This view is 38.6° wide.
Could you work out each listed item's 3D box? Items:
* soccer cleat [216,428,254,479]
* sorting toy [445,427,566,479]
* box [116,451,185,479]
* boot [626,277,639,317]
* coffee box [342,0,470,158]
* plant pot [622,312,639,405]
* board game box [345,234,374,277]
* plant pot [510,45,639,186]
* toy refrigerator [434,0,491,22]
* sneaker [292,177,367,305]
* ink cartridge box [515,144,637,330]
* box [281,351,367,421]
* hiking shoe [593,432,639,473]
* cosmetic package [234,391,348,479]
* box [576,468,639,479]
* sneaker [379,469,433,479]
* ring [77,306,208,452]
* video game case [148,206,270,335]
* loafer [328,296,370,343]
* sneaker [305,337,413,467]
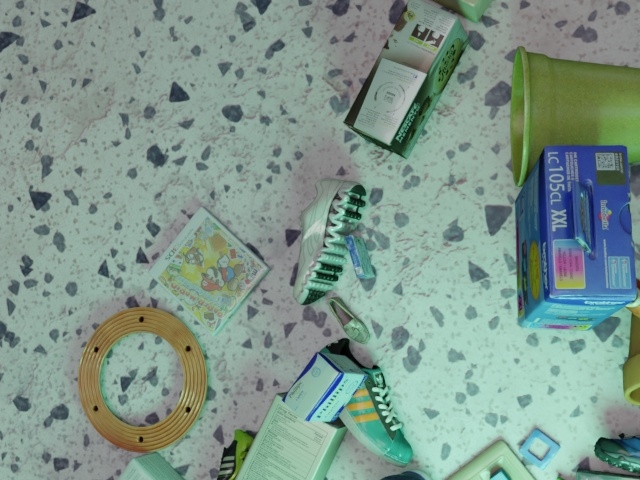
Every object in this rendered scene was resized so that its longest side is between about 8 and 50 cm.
[{"bbox_3d":[-0.199,0.506,2.039,0.072,0.060,0.178,37,104,45],"label":"soccer cleat"},{"bbox_3d":[0.358,0.536,1.858,0.348,0.047,0.196,-41,75,10],"label":"sorting toy"},{"bbox_3d":[-0.386,0.606,2.051,0.182,0.119,0.181,39,97,18],"label":"box"},{"bbox_3d":[0.554,0.092,1.647,0.085,0.158,0.059,30,101,-22],"label":"boot"},{"bbox_3d":[0.185,-0.338,1.934,0.119,0.168,0.297,29,93,18],"label":"coffee box"},{"bbox_3d":[0.694,0.179,1.678,0.291,0.291,0.203,-8,67,17],"label":"plant pot"},{"bbox_3d":[0.086,0.036,1.970,0.020,0.090,0.090,-19,79,17],"label":"board game box"},{"bbox_3d":[0.512,-0.243,1.790,0.254,0.276,0.276,0,85,7],"label":"plant pot"},{"bbox_3d":[0.248,-0.585,1.979,0.270,0.094,0.102,32,88,17],"label":"toy refrigerator"},{"bbox_3d":[0.000,0.000,2.004,0.118,0.110,0.292,21,88,31],"label":"sneaker"},{"bbox_3d":[0.448,-0.003,1.620,0.151,0.395,0.270,0,76,2],"label":"ink cartridge box"},{"bbox_3d":[0.010,0.298,1.847,0.072,0.137,0.126,40,99,28],"label":"box"},{"bbox_3d":[0.680,0.386,1.750,0.304,0.113,0.132,3,75,10],"label":"hiking shoe"},{"bbox_3d":[-0.080,0.499,1.968,0.160,0.113,0.309,28,93,19],"label":"cosmetic package"},{"bbox_3d":[0.611,0.550,1.771,0.231,0.056,0.183,3,86,18],"label":"box"},{"bbox_3d":[0.190,0.616,1.782,0.130,0.236,0.322,-36,74,30],"label":"sneaker"},{"bbox_3d":[-0.414,0.324,2.134,0.337,0.032,0.336,-2,83,17],"label":"ring"},{"bbox_3d":[-0.259,0.069,2.111,0.227,0.026,0.206,42,98,17],"label":"video game case"},{"bbox_3d":[0.058,0.175,1.992,0.045,0.039,0.125,-43,74,9],"label":"loafer"},{"bbox_3d":[0.102,0.336,1.927,0.121,0.108,0.302,-47,72,13],"label":"sneaker"}]
